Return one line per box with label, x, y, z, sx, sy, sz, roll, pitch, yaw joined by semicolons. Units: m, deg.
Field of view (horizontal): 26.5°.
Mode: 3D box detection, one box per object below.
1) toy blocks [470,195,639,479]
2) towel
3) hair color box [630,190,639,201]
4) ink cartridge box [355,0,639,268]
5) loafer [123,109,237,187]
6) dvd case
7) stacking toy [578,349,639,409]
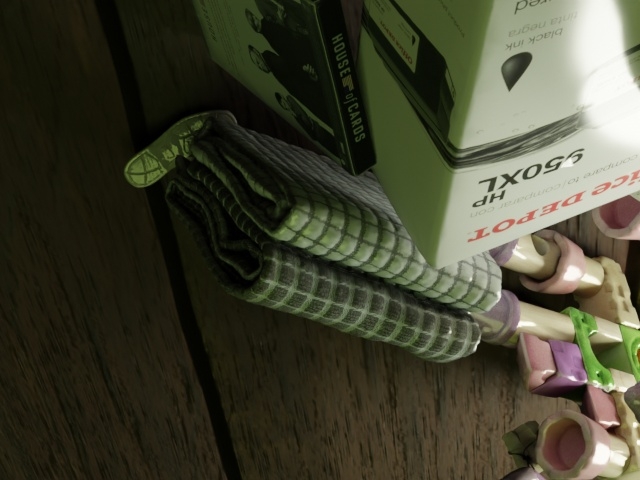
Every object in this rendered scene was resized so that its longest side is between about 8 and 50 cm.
toy blocks;0.220;0.114;1.328;0.260;0.288;0.309;16;141;-37
towel;0.000;0.000;1.234;0.235;0.284;0.121;18;101;-27
hair color box;0.448;-0.124;1.191;0.185;0.110;0.339;33;132;-11
ink cartridge box;0.191;-0.179;1.005;0.285;0.166;0.395;-20;153;-14
loafer;-0.138;-0.096;1.342;0.125;0.039;0.045;-28;105;10
dvd case;-0.046;-0.177;1.128;0.029;0.239;0.179;-33;137;-16
stacking toy;0.438;0.156;1.491;0.302;0.175;0.166;-22;142;8
